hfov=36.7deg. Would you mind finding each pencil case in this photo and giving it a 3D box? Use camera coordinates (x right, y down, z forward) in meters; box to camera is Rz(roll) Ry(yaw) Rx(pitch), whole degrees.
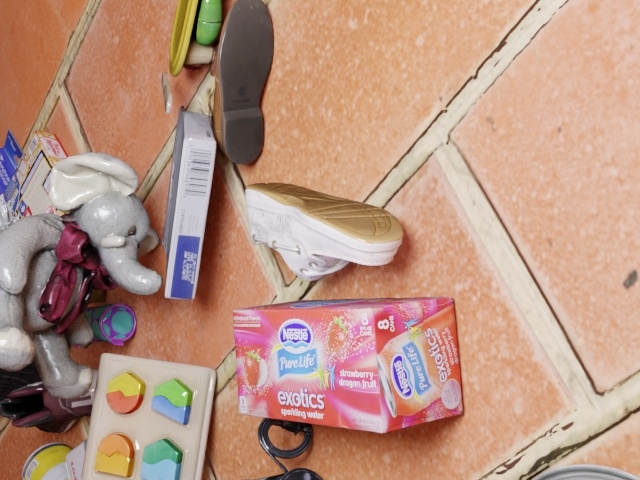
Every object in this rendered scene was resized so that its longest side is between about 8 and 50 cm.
[{"bbox_3d":[-0.365,0.142,1.597,0.151,0.064,0.070,-13,67,51],"label":"pencil case"}]

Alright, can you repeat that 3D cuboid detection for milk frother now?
[{"bbox_3d":[-0.063,0.302,1.230,0.134,0.129,0.143,-26,31,49],"label":"milk frother"}]

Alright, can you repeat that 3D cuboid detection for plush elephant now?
[{"bbox_3d":[-0.338,0.029,1.369,0.272,0.255,0.330,68,177,-62],"label":"plush elephant"}]

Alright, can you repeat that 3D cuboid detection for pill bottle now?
[{"bbox_3d":[-0.442,0.441,1.692,0.184,0.103,0.103,31,117,45],"label":"pill bottle"}]

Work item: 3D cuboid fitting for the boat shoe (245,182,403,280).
[{"bbox_3d":[0.000,0.000,1.111,0.277,0.098,0.096,23,112,58],"label":"boat shoe"}]

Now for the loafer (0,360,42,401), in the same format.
[{"bbox_3d":[-0.578,0.212,1.842,0.366,0.133,0.130,-40,40,35],"label":"loafer"}]

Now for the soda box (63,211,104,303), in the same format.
[{"bbox_3d":[-0.397,0.014,1.624,0.058,0.061,0.181,23,111,47],"label":"soda box"}]

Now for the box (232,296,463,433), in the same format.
[{"bbox_3d":[0.022,0.131,1.069,0.256,0.122,0.128,-5,89,51],"label":"box"}]

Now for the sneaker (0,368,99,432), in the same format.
[{"bbox_3d":[-0.500,0.286,1.700,0.281,0.162,0.107,-29,71,48],"label":"sneaker"}]

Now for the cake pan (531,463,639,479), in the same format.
[{"bbox_3d":[0.250,0.352,0.865,0.293,0.054,0.293,8,100,51],"label":"cake pan"}]

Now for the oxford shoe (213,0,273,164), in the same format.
[{"bbox_3d":[-0.112,-0.210,1.243,0.076,0.076,0.212,32,119,55],"label":"oxford shoe"}]

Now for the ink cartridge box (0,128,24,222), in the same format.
[{"bbox_3d":[-0.661,-0.046,1.948,0.165,0.065,0.333,51,129,36],"label":"ink cartridge box"}]

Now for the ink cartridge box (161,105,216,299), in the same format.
[{"bbox_3d":[-0.184,-0.059,1.338,0.224,0.045,0.223,-117,35,-68],"label":"ink cartridge box"}]

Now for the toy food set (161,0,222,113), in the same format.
[{"bbox_3d":[-0.157,-0.285,1.303,0.128,0.071,0.218,-117,40,-61],"label":"toy food set"}]

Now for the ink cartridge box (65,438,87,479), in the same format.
[{"bbox_3d":[-0.307,0.376,1.526,0.219,0.092,0.160,-37,65,46],"label":"ink cartridge box"}]

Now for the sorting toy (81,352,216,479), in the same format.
[{"bbox_3d":[-0.255,0.269,1.401,0.208,0.038,0.193,4,82,24],"label":"sorting toy"}]

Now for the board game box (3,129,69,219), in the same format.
[{"bbox_3d":[-0.486,-0.079,1.717,0.147,0.045,0.193,-55,52,23],"label":"board game box"}]
